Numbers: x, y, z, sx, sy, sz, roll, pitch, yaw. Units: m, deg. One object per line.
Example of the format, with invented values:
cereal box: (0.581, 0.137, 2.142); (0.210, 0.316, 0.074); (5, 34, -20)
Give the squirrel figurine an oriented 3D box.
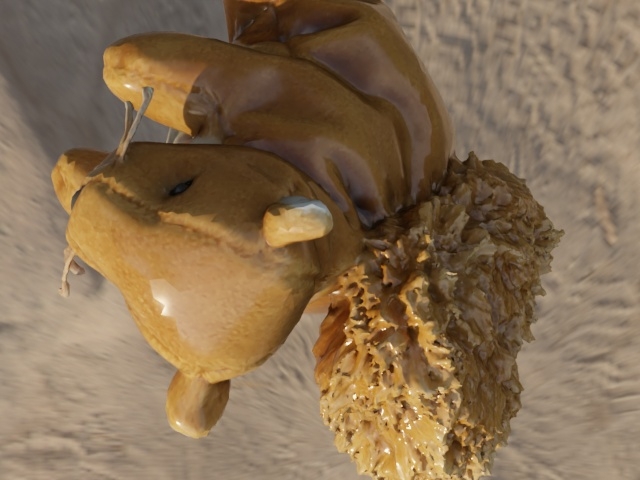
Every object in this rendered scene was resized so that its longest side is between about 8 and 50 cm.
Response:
squirrel figurine: (0.000, 0.000, 1.359); (0.397, 0.370, 0.281); (34, 109, -6)
